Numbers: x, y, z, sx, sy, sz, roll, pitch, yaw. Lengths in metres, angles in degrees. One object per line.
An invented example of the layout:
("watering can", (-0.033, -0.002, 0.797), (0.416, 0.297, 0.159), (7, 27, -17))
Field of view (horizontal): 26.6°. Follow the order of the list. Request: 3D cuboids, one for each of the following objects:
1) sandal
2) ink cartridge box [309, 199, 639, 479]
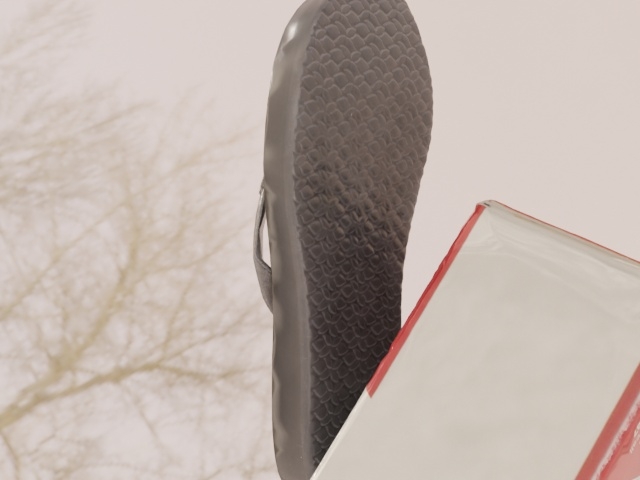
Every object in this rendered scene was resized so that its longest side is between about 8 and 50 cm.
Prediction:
("sandal", (-0.001, 0.001, 0.649), (0.054, 0.097, 0.254), (9, -83, 44))
("ink cartridge box", (0.107, 0.137, 0.670), (0.114, 0.197, 0.273), (25, -14, 28))
